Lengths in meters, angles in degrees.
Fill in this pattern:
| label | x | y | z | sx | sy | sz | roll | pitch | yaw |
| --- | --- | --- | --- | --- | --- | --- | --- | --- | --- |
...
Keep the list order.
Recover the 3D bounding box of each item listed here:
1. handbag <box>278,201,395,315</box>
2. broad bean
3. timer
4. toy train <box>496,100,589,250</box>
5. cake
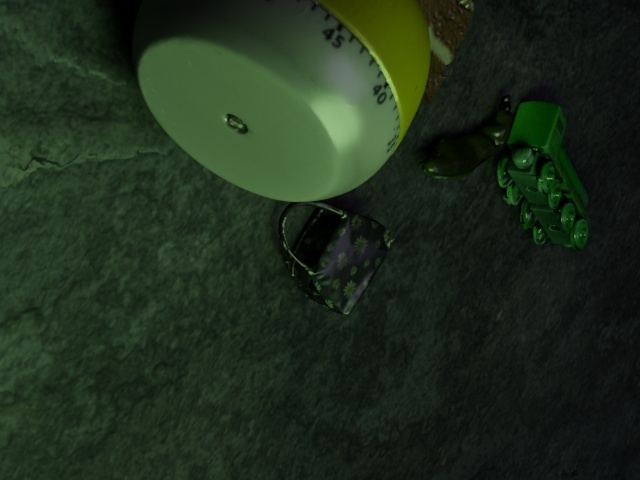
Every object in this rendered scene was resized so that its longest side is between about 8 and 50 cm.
| label | x | y | z | sx | sy | sz | roll | pitch | yaw |
| --- | --- | --- | --- | --- | --- | --- | --- | --- | --- |
| handbag | 0.000 | 0.000 | 1.616 | 0.139 | 0.072 | 0.115 | 40 | 80 | -40 |
| broad bean | 0.180 | -0.112 | 1.780 | 0.195 | 0.046 | 0.061 | -39 | 125 | -38 |
| timer | -0.011 | -0.199 | 1.322 | 0.285 | 0.285 | 0.285 | -29 | 131 | -39 |
| toy train | 0.305 | -0.079 | 1.935 | 0.251 | 0.085 | 0.119 | 48 | 57 | -56 |
| cake | 0.068 | -0.236 | 1.503 | 0.135 | 0.134 | 0.147 | 36 | 73 | -54 |
